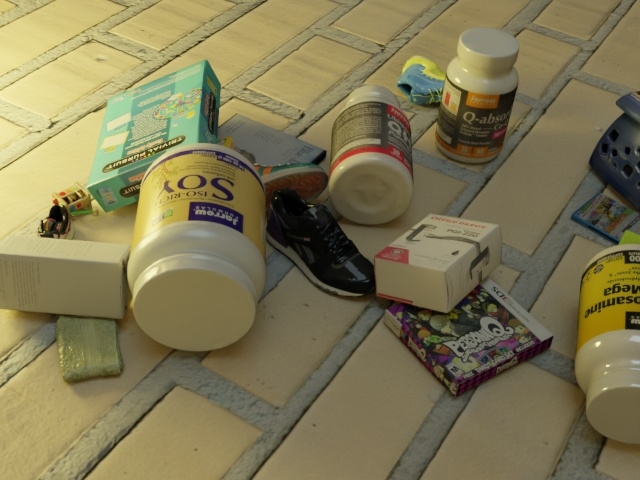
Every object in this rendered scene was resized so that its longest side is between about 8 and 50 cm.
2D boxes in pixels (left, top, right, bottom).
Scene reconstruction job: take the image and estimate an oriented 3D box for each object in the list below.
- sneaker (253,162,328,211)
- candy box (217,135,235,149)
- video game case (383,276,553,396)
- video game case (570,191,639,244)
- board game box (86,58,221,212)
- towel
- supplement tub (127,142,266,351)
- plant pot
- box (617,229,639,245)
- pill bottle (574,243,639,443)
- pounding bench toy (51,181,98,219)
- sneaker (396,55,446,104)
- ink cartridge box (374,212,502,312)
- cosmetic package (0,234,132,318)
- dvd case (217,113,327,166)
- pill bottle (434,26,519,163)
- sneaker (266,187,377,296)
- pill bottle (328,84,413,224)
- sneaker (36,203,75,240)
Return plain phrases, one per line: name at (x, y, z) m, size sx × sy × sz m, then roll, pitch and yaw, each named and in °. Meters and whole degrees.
sneaker at (-0.139, -0.120, 1.823) m, size 0.302 × 0.108 × 0.121 m, roll -15°, pitch 47°, yaw -15°
candy box at (-0.282, -0.154, 1.840) m, size 0.206 × 0.027 × 0.105 m, roll -17°, pitch 36°, yaw 18°
video game case at (0.269, 0.162, 1.606) m, size 0.232 × 0.041 × 0.210 m, roll -21°, pitch 46°, yaw -26°
video game case at (0.641, -0.037, 1.891) m, size 0.166 × 0.015 × 0.119 m, roll 35°, pitch 50°, yaw 29°
board game box at (-0.346, -0.228, 1.870) m, size 0.254 × 0.079 × 0.336 m, roll -19°, pitch 40°, yaw 13°
towel at (-0.402, 0.181, 1.522) m, size 0.110 × 0.027 × 0.148 m, roll -8°, pitch 43°, yaw -14°
supplement tub at (-0.217, 0.009, 1.575) m, size 0.241 × 0.241 × 0.331 m, roll 1°, pitch 42°, yaw -5°
plant pot at (0.776, -0.211, 1.943) m, size 0.236 × 0.212 × 0.236 m, roll -12°, pitch 40°, yaw -20°
box at (0.675, 0.058, 1.758) m, size 0.178 × 0.042 × 0.109 m, roll 25°, pitch 54°, yaw 20°
pill bottle at (0.538, 0.174, 1.511) m, size 0.188 × 0.187 × 0.334 m, roll 13°, pitch 42°, yaw 8°
pounding bench toy at (-0.495, -0.068, 1.771) m, size 0.065 × 0.052 × 0.083 m, roll -31°, pitch 53°, yaw -34°
sneaker at (0.295, -0.364, 2.185) m, size 0.240 × 0.091 × 0.126 m, roll 30°, pitch 66°, yaw 25°
ink cartridge box at (0.225, 0.037, 1.659) m, size 0.159 × 0.092 × 0.218 m, roll 12°, pitch 29°, yaw 35°
cosmetic package at (-0.456, 0.064, 1.564) m, size 0.231 × 0.117 × 0.085 m, roll 5°, pitch 26°, yaw 1°
dvd case at (-0.138, -0.198, 1.980) m, size 0.253 × 0.022 × 0.180 m, roll 25°, pitch 45°, yaw 20°
pill bottle at (0.356, -0.327, 1.986) m, size 0.162 × 0.278 × 0.162 m, roll 3°, pitch 42°, yaw -2°
sneaker at (0.000, 0.000, 1.695) m, size 0.283 × 0.124 × 0.107 m, roll 33°, pitch 49°, yaw 27°
pill bottle at (0.109, -0.197, 1.889) m, size 0.177 × 0.176 × 0.318 m, roll 5°, pitch 42°, yaw -1°
sneaker at (-0.521, -0.001, 1.675) m, size 0.072 × 0.077 × 0.178 m, roll 1°, pitch 43°, yaw -4°
